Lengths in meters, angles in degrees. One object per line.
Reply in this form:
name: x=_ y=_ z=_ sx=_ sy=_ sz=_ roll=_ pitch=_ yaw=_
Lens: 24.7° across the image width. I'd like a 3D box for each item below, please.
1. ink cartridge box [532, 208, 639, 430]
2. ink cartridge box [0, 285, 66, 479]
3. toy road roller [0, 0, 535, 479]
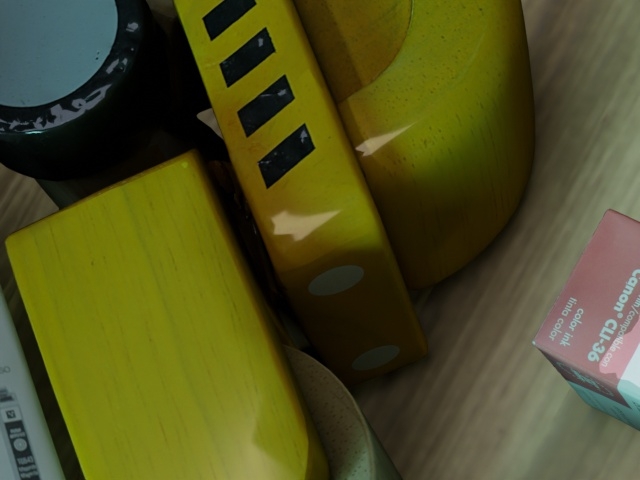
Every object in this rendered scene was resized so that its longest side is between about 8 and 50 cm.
ink cartridge box: x=0.193 y=0.070 z=0.571 sx=0.198 sy=0.115 sz=0.067 roll=27 pitch=83 yaw=28
ink cartridge box: x=-0.223 y=0.069 z=0.668 sx=0.324 sy=0.071 sz=0.330 roll=-52 pitch=52 yaw=48
toy road roller: x=0.000 y=0.000 z=0.633 sx=0.240 sy=0.202 sz=0.329 roll=-23 pitch=64 yaw=2
